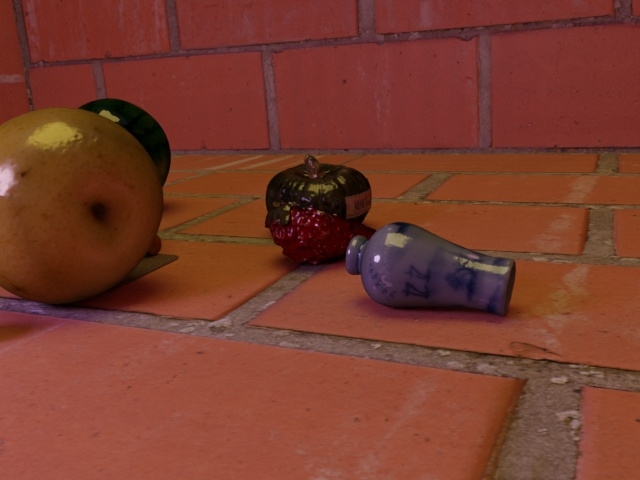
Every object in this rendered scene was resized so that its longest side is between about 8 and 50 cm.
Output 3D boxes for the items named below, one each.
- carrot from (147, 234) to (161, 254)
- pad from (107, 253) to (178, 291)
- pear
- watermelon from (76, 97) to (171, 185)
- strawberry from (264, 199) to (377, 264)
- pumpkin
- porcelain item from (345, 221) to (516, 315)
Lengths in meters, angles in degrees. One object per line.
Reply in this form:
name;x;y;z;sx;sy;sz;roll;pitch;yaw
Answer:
carrot;-0.421;0.008;1.504;0.139;0.048;0.048;1;15;29
pad;-0.426;0.062;1.382;0.176;0.002;0.266;2;15;22
pear;-0.453;-0.060;1.181;0.348;0.348;0.348;-3;14;1
watermelon;-0.600;-0.243;1.957;0.363;0.363;0.363;-3;14;1
strawberry;0.000;0.000;1.361;0.236;0.111;0.190;16;-5;-23
pumpkin;-0.008;-0.111;1.592;0.260;0.189;0.260;-5;13;1
porcelain item;0.167;0.048;1.055;0.259;0.141;0.141;13;20;23
